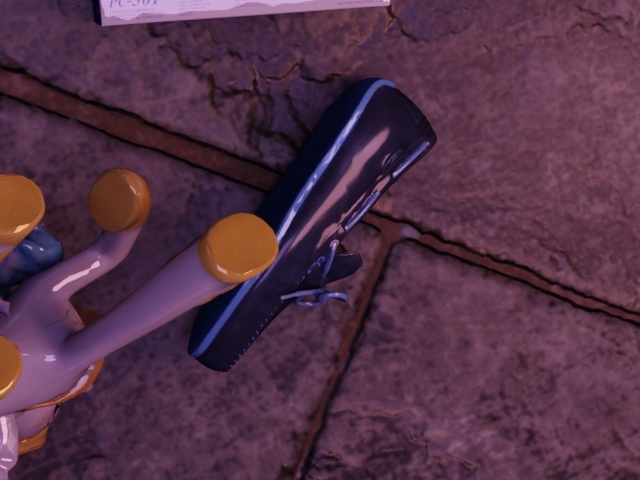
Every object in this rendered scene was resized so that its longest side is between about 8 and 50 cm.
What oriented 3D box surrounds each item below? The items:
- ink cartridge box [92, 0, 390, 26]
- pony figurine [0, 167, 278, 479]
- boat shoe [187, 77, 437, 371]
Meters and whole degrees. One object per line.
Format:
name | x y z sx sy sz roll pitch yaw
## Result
ink cartridge box | -0.061 -0.186 1.056 0.207 0.097 0.046 -6 101 -11
pony figurine | -0.236 0.103 0.906 0.351 0.363 0.303 -26 78 -39
boat shoe | 0.000 0.000 1.099 0.089 0.109 0.258 36 94 -19
